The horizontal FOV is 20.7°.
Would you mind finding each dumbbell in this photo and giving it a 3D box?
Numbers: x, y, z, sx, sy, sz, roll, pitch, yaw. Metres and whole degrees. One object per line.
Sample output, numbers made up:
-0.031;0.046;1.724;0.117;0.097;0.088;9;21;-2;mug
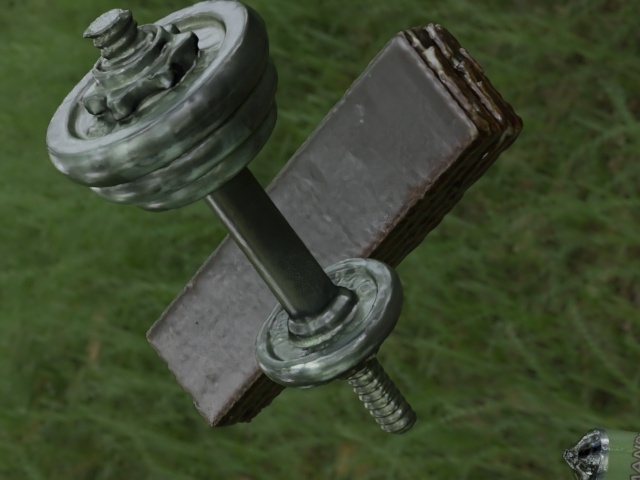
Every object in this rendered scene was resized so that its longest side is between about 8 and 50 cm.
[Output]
-0.025;-0.002;0.795;0.110;0.254;0.110;-28;28;16;dumbbell

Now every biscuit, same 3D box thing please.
0.000;0.000;1.375;0.107;0.073;0.388;53;126;17;biscuit

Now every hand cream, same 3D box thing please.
0.317;0.196;1.447;0.055;0.235;0.086;129;151;-80;hand cream
